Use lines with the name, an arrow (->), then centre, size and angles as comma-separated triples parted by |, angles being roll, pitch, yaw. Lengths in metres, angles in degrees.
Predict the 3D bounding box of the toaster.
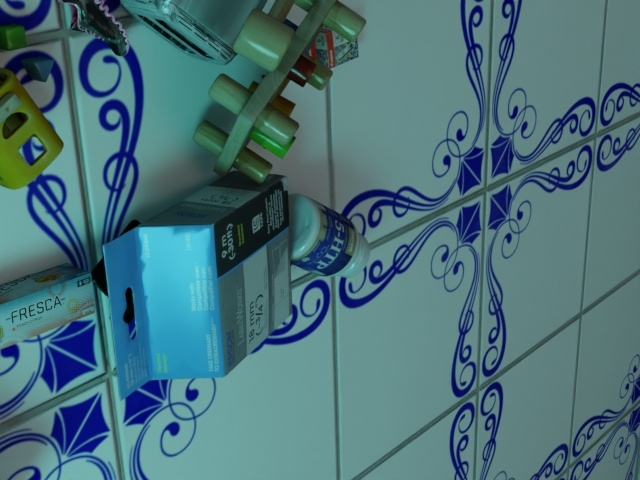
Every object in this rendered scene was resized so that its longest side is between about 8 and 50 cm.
toaster -> -0.163, -0.336, 1.315 | 0.227, 0.129, 0.147 | 31, 84, -53

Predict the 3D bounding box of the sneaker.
sneaker -> -0.292, -0.278, 1.251 | 0.057, 0.047, 0.119 | -47, 127, -20

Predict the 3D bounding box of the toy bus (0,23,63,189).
toy bus -> -0.386, -0.155, 1.132 | 0.202, 0.104, 0.191 | -5, 107, -49

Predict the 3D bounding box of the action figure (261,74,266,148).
action figure -> -0.081, -0.201, 1.541 | 0.038, 0.030, 0.115 | -13, 116, -52

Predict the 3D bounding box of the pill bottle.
pill bottle -> 0.000, 0.000, 1.646 | 0.186, 0.112, 0.112 | 25, 85, -51

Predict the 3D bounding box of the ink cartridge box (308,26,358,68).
ink cartridge box -> 0.015, -0.317, 1.608 | 0.115, 0.029, 0.063 | -31, 126, -40

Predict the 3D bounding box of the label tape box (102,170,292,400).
label tape box -> -0.160, 0.063, 1.415 | 0.333, 0.105, 0.241 | -40, 133, -56

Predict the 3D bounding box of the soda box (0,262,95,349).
soda box -> -0.384, 0.088, 1.265 | 0.183, 0.058, 0.063 | -22, 119, -45

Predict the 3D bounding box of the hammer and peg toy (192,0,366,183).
hammer and peg toy -> -0.044, -0.239, 1.331 | 0.127, 0.361, 0.266 | 33, 71, -5

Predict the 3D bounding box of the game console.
game console -> -0.274, 0.053, 1.386 | 0.122, 0.071, 0.107 | -59, 180, -39
